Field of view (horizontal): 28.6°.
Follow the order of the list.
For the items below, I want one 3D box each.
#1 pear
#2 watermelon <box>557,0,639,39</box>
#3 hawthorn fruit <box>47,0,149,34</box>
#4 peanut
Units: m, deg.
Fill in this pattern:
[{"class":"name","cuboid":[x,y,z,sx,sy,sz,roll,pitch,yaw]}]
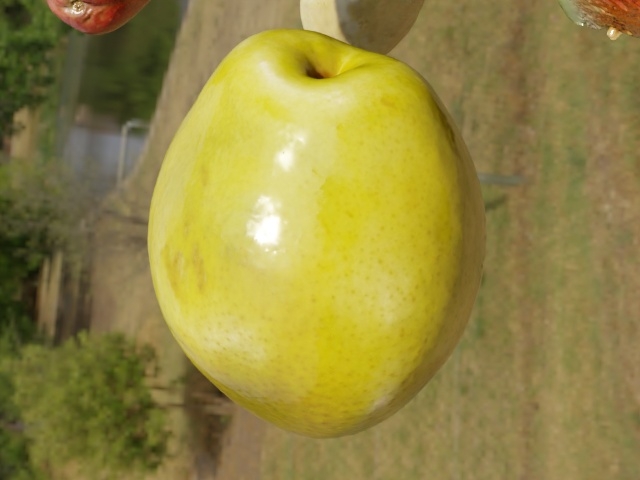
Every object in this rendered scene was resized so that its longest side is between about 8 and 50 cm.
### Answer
[{"class":"pear","cuboid":[0.000,0.000,1.285,0.362,0.362,0.418,-111,22,-61]},{"class":"watermelon","cuboid":[0.216,-0.168,0.769,0.245,0.063,0.119,9,138,58]},{"class":"hawthorn fruit","cuboid":[-0.242,-0.287,1.380,0.128,0.128,0.128,-174,90,-76]},{"class":"peanut","cuboid":[0.064,-0.369,1.567,0.158,0.174,0.340,7,-88,-62]}]
